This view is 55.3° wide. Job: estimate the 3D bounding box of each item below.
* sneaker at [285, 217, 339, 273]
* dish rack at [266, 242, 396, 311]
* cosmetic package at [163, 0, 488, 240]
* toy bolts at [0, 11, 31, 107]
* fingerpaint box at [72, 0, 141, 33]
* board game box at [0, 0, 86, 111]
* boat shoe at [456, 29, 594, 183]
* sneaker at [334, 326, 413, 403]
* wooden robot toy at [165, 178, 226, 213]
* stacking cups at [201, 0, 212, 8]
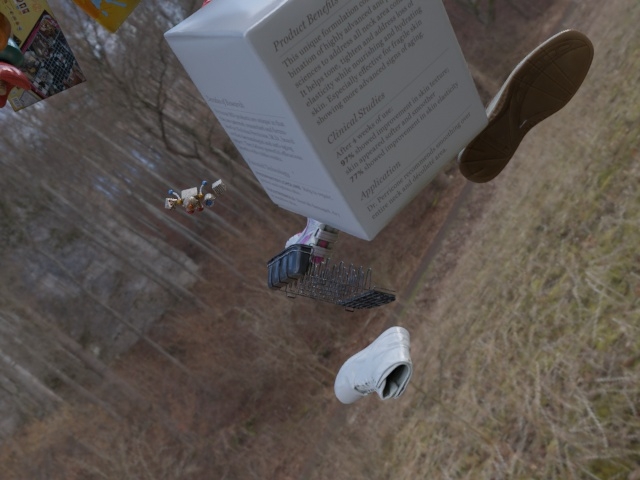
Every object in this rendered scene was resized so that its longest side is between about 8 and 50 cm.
[{"bbox_3d":[0.000,0.000,1.569,0.252,0.102,0.111,-55,34,39],"label":"sneaker"},{"bbox_3d":[0.026,0.093,1.355,0.208,0.271,0.074,150,133,-64],"label":"dish rack"},{"bbox_3d":[0.016,-0.275,1.055,0.329,0.394,0.327,-43,33,-16],"label":"cosmetic package"},{"bbox_3d":[-0.585,-0.355,1.025,0.218,0.159,0.228,-20,-18,17],"label":"toy bolts"},{"bbox_3d":[-0.321,-0.610,0.895,0.445,0.163,0.371,-45,-44,9],"label":"fingerpaint box"},{"bbox_3d":[-0.614,-0.410,1.250,0.165,0.042,0.243,-31,-51,-19],"label":"board game box"},{"bbox_3d":[0.395,-0.272,1.230,0.342,0.123,0.123,-55,11,17],"label":"boat shoe"},{"bbox_3d":[0.137,0.379,1.649,0.293,0.108,0.169,-51,17,24],"label":"sneaker"},{"bbox_3d":[-0.328,-0.099,1.598,0.079,0.173,0.076,-107,2,-59],"label":"wooden robot toy"},{"bbox_3d":[-0.222,-0.568,1.470,0.316,0.096,0.096,-88,21,-56],"label":"stacking cups"}]
